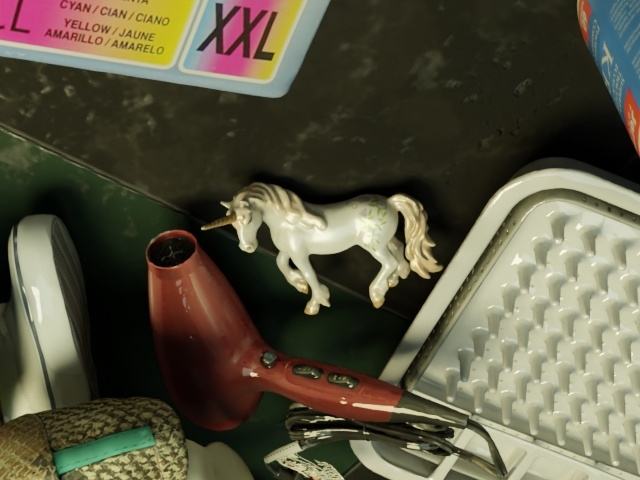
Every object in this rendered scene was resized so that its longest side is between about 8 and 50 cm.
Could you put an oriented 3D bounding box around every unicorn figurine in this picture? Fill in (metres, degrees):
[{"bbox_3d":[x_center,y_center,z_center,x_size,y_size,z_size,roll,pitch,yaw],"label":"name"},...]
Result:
[{"bbox_3d":[0.000,0.000,0.768,0.162,0.060,0.111,-17,123,-9],"label":"unicorn figurine"}]

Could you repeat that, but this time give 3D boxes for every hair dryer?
[{"bbox_3d":[-0.019,0.093,0.796,0.293,0.080,0.224,40,134,-22],"label":"hair dryer"}]

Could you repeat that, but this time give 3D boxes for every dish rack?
[{"bbox_3d":[0.203,0.092,0.826,0.286,0.072,0.332,22,127,-6],"label":"dish rack"}]

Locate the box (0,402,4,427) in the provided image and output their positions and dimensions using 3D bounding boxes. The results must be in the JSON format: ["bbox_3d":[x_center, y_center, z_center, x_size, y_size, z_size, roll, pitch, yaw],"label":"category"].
[{"bbox_3d":[-0.310,0.187,0.725,0.060,0.216,0.270,39,152,7],"label":"box"}]

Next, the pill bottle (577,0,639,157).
[{"bbox_3d":[0.226,-0.087,0.593,0.124,0.221,0.124,-2,131,-3],"label":"pill bottle"}]

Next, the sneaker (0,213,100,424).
[{"bbox_3d":[-0.216,0.088,0.796,0.091,0.094,0.258,-3,133,-8],"label":"sneaker"}]

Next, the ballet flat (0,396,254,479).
[{"bbox_3d":[-0.129,0.247,0.860,0.182,0.164,0.482,-18,153,-11],"label":"ballet flat"}]

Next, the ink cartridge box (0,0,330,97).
[{"bbox_3d":[-0.075,-0.267,0.420,0.270,0.151,0.395,4,131,-29],"label":"ink cartridge box"}]
